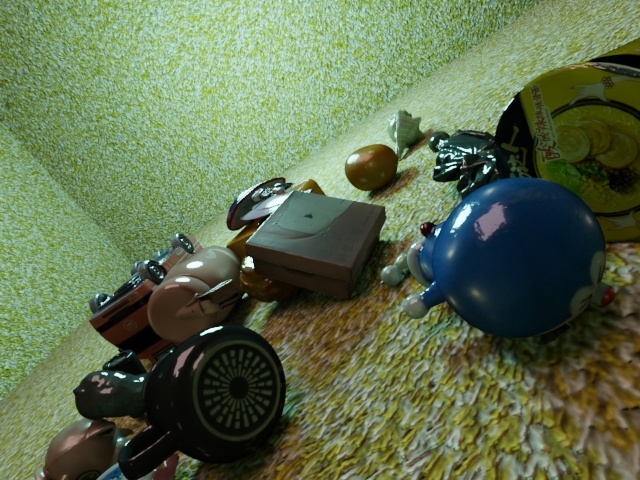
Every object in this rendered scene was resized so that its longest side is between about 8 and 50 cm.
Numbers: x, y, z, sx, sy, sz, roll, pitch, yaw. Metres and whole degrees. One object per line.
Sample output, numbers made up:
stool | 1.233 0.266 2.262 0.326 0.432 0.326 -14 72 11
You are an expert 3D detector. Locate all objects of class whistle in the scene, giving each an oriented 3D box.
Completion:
whistle | 0.137 0.042 0.674 0.100 0.035 0.035 -38 17 -14

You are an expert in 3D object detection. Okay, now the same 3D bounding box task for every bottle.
bottle | -0.266 0.116 0.941 0.207 0.172 0.297 -18 8 7

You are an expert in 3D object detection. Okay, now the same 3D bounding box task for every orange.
orange | 0.147 -0.208 1.162 0.156 0.123 0.156 -15 20 6

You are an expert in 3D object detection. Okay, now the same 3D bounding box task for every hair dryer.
hair dryer | -0.306 0.251 0.842 0.256 0.128 0.070 -27 16 -7

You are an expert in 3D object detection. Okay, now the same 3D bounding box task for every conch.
conch | 0.285 -0.373 1.338 0.115 0.137 0.233 -7 32 5

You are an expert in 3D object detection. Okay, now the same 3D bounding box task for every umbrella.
umbrella | 0.293 -0.154 0.790 0.144 0.094 0.348 -16 24 0

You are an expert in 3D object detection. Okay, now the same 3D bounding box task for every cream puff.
cream puff | -0.096 0.072 0.887 0.166 0.115 0.150 -16 29 4

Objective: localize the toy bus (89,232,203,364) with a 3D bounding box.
toy bus | -0.452 0.153 1.175 0.203 0.232 0.427 -33 15 10

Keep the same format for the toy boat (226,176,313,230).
toy boat | -0.145 -0.087 1.052 0.219 0.071 0.318 -35 27 -7

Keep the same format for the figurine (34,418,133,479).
figurine | -0.406 0.373 0.705 0.138 0.125 0.125 -30 14 -25

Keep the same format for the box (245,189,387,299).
box | 0.000 0.000 0.799 0.216 0.086 0.215 12 39 19

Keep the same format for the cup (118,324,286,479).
cup | -0.169 0.219 0.544 0.223 0.169 0.177 -32 5 -42

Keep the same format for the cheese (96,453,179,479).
cheese | -0.305 0.386 0.541 0.286 0.074 0.189 -35 16 6

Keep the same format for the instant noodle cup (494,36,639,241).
instant noodle cup | 0.366 -0.143 0.481 0.236 0.215 0.216 -36 16 -23

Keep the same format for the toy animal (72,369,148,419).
toy animal | -0.300 0.276 0.716 0.270 0.082 0.137 3 -19 1

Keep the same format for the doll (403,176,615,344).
doll | 0.193 0.025 0.463 0.215 0.161 0.257 -49 1 1

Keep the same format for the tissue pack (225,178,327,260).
tissue pack | -0.106 -0.031 1.141 0.195 0.145 0.274 -23 20 39
